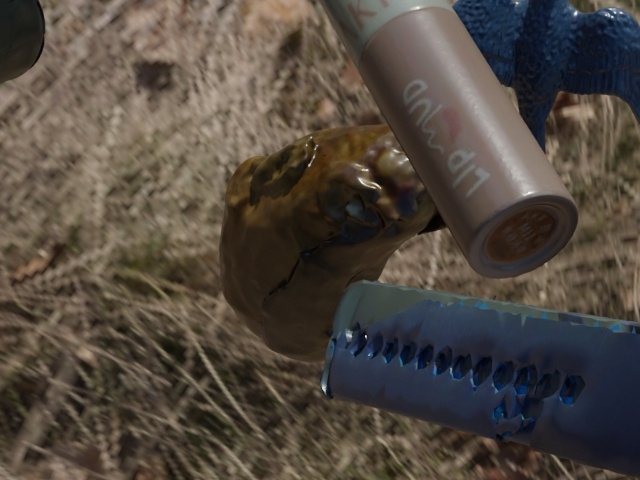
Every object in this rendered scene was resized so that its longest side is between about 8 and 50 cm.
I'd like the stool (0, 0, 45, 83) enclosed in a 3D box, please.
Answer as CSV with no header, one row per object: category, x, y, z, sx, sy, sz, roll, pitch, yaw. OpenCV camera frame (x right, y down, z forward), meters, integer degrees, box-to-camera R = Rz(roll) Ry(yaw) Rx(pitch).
stool,-0.276,-0.162,1.503,0.096,0.110,0.096,7,113,16

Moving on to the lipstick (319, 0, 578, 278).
lipstick,0.068,-0.092,1.143,0.070,0.070,0.254,-29,53,2

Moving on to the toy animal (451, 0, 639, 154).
toy animal,0.209,-0.184,1.852,0.239,0.176,0.255,3,89,9

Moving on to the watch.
watch,0.136,0.043,0.613,0.276,0.274,0.068,2,94,1

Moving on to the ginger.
ginger,0.000,0.000,1.616,0.172,0.321,0.165,13,63,-12
